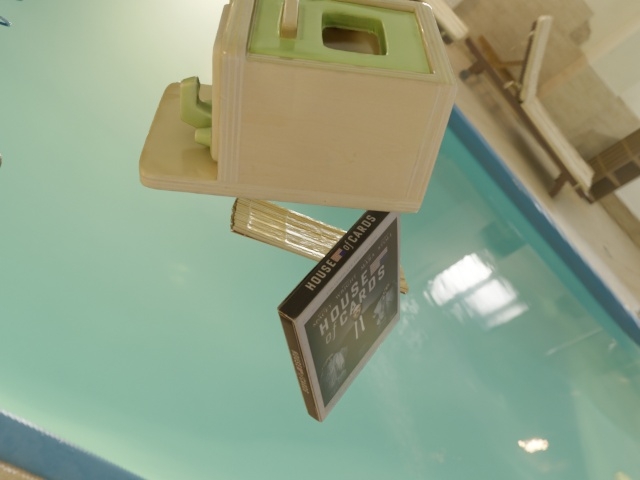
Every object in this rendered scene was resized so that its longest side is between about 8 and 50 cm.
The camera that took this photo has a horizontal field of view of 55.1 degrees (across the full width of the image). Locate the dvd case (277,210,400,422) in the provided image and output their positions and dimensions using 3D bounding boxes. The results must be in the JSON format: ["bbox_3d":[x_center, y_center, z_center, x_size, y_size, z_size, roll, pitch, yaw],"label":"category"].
[{"bbox_3d":[0.033,0.085,0.695,0.030,0.238,0.179,29,60,26],"label":"dvd case"}]

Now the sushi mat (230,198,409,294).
[{"bbox_3d":[0.000,0.000,1.038,0.317,0.019,0.151,20,27,-15],"label":"sushi mat"}]

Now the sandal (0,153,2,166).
[{"bbox_3d":[-0.429,-0.173,0.605,0.120,0.086,0.302,-90,159,-48],"label":"sandal"}]

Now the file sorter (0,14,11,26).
[{"bbox_3d":[-0.463,-0.310,0.781,0.105,0.170,0.118,20,-6,17],"label":"file sorter"}]

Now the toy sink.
[{"bbox_3d":[-0.025,-0.129,0.510,0.234,0.131,0.152,6,43,-5],"label":"toy sink"}]
